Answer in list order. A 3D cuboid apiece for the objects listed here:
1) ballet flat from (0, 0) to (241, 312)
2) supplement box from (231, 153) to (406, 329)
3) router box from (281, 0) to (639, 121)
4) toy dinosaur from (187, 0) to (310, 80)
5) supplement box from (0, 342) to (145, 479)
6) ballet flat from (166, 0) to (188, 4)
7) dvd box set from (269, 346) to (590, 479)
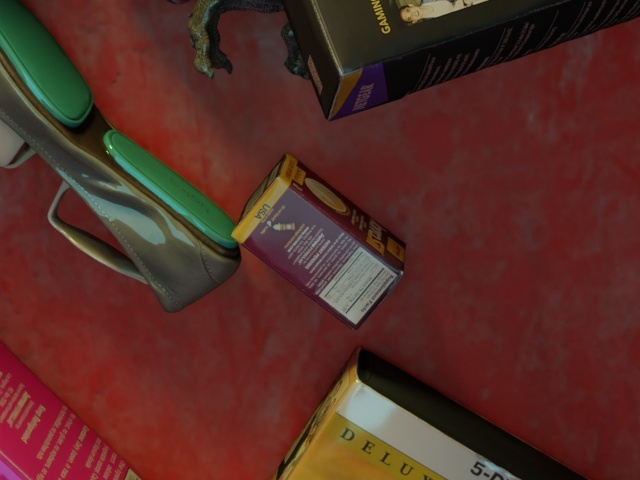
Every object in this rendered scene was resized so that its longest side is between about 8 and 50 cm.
[{"bbox_3d":[-0.132,-0.045,0.938,0.068,0.072,0.213,-41,100,18],"label":"ballet flat"},{"bbox_3d":[0.000,0.000,0.950,0.083,0.055,0.043,38,105,-8],"label":"supplement box"},{"bbox_3d":[0.066,-0.236,0.780,0.243,0.081,0.309,-19,82,-7],"label":"router box"},{"bbox_3d":[-0.006,-0.132,0.881,0.268,0.064,0.118,14,118,-30],"label":"toy dinosaur"},{"bbox_3d":[-0.175,0.150,0.976,0.111,0.114,0.220,-42,98,13],"label":"supplement box"},{"bbox_3d":[-0.051,-0.225,0.883,0.079,0.077,0.221,29,108,7],"label":"ballet flat"},{"bbox_3d":[0.041,0.308,1.034,0.308,0.062,0.420,31,106,-6],"label":"dvd box set"}]
